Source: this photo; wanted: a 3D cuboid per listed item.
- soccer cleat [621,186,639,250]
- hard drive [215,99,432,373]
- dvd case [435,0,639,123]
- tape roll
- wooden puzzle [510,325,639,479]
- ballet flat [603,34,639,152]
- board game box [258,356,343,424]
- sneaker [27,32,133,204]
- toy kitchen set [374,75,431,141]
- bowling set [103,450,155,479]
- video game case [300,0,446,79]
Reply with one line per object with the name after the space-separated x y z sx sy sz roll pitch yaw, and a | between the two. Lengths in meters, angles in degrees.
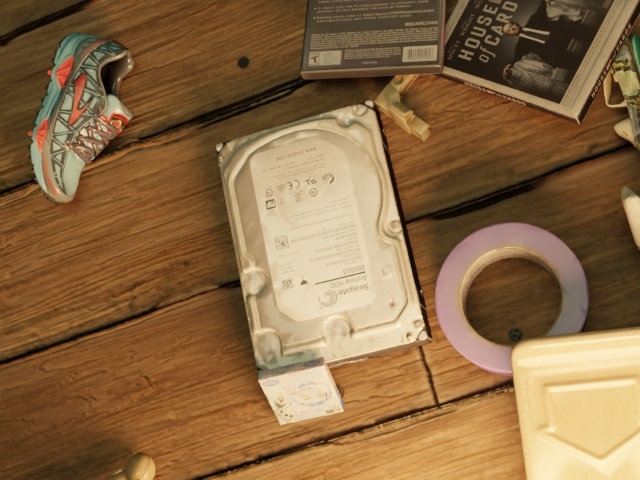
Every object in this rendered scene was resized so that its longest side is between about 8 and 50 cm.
0.517 -0.095 1.214 0.331 0.116 0.143 -36 99 6 | soccer cleat
0.000 0.000 1.371 0.236 0.064 0.339 -14 77 12 | hard drive
0.278 -0.270 1.342 0.238 0.029 0.179 26 85 32 | dvd case
0.244 0.076 1.284 0.189 0.080 0.189 -3 78 15 | tape roll
0.405 0.264 1.186 0.322 0.080 0.348 -8 94 13 | wooden puzzle
0.406 -0.171 1.309 0.070 0.070 0.188 -13 74 11 | ballet flat
-0.025 0.198 1.326 0.090 0.090 0.020 -14 38 11 | board game box
-0.341 -0.178 1.472 0.125 0.104 0.262 8 81 14 | sneaker
0.125 -0.193 1.374 0.083 0.068 0.075 38 90 18 | toy kitchen set
-0.211 0.418 1.302 0.154 0.287 0.200 -38 115 12 | bowling set
0.080 -0.354 1.418 0.196 0.026 0.274 0 68 14 | video game case
